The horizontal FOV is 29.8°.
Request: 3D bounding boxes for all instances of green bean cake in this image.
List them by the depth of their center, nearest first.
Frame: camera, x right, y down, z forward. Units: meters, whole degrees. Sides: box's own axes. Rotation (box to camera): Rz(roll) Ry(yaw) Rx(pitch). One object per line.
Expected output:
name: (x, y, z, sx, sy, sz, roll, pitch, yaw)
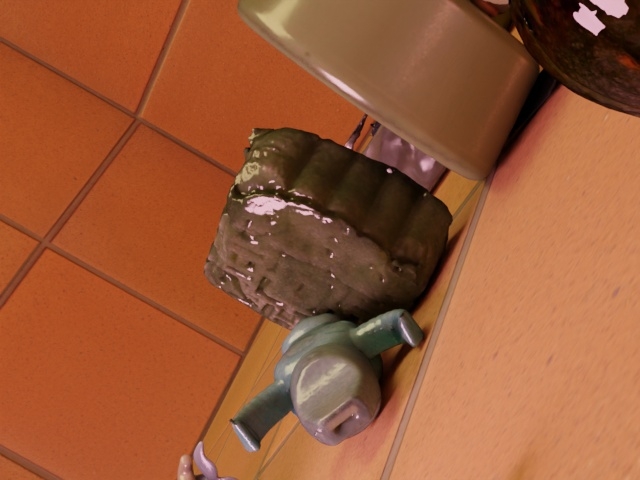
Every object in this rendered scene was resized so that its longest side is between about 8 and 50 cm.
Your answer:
green bean cake: (0.000, 0.000, 1.209, 0.125, 0.222, 0.227, -62, 0, -34)

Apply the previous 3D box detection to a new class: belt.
belt: (0.109, -0.130, 1.536, 0.230, 0.126, 0.139, -56, 3, 36)

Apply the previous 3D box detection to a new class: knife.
knife: (0.215, -0.152, 1.101, 0.245, 0.019, 0.072, 121, 174, -71)

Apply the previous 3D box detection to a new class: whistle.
whistle: (0.011, 0.128, 1.095, 0.186, 0.093, 0.274, -34, 7, 0)

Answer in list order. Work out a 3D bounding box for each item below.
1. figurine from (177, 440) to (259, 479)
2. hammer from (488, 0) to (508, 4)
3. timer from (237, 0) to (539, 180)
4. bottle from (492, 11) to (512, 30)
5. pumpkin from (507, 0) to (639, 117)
figurine: (-0.179, 0.370, 1.578, 0.208, 0.128, 0.184, -55, 6, 12)
hammer: (0.232, -0.296, 0.875, 0.305, 0.113, 0.202, -21, 33, 43)
timer: (0.124, -0.259, 1.125, 0.315, 0.291, 0.291, -54, 4, 10)
bottle: (0.214, -0.318, 1.698, 0.260, 0.112, 0.112, -58, 4, 20)
pumpkin: (0.176, -0.171, 0.560, 0.238, 0.159, 0.238, -63, 6, 11)
